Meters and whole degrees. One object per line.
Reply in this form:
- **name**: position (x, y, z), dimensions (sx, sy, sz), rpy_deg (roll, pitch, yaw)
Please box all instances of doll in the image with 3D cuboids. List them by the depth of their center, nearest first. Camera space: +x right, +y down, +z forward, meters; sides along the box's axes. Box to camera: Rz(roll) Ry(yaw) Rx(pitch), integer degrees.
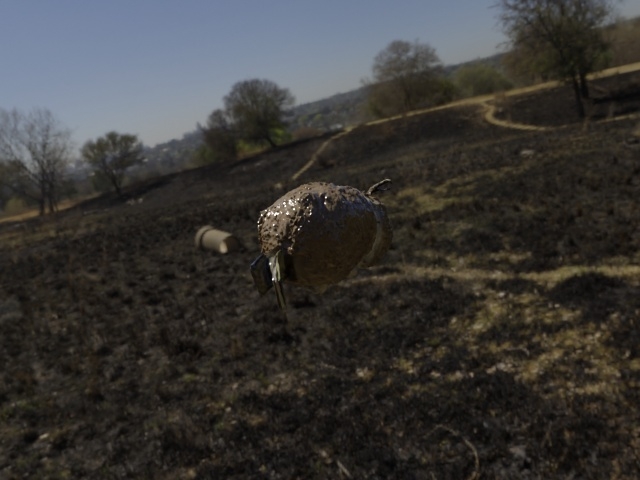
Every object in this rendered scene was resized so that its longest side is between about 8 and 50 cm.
- **doll**: position (-0.006, -0.003, 0.619), dimensions (0.105, 0.115, 0.221), rpy_deg (32, 32, 26)
